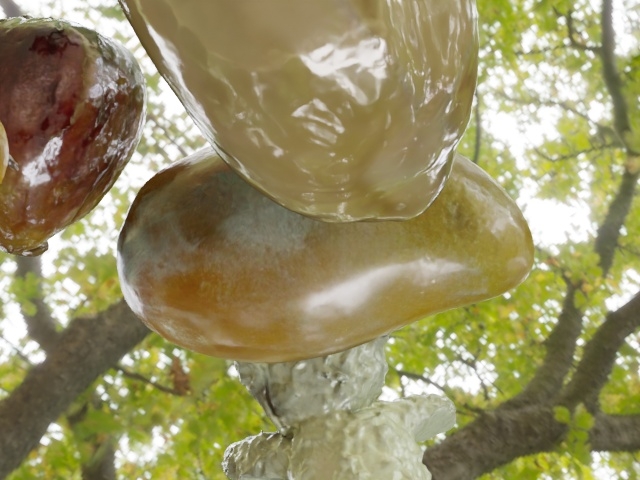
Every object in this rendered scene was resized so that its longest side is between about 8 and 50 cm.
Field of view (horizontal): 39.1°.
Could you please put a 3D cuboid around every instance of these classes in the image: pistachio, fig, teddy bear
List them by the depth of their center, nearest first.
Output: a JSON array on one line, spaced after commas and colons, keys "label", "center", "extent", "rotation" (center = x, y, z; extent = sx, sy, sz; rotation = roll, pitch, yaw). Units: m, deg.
[{"label": "pistachio", "center": [-0.018, -0.131, 0.456], "extent": [0.162, 0.293, 0.181], "rotation": [-36, -160, -9]}, {"label": "fig", "center": [-0.294, -0.125, 0.935], "extent": [0.224, 0.224, 0.263], "rotation": [-17, -126, 34]}, {"label": "teddy bear", "center": [0.020, 0.253, 1.247], "extent": [0.327, 0.375, 0.362], "rotation": [-20, -127, -5]}]

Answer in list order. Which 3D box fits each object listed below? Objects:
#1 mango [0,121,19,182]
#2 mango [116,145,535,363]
[{"label": "mango", "center": [-0.278, -0.075, 0.593], "extent": [0.066, 0.187, 0.101], "rotation": [0, -109, 35]}, {"label": "mango", "center": [0.000, 0.000, 0.813], "extent": [0.384, 0.199, 0.221], "rotation": [0, -126, 5]}]
